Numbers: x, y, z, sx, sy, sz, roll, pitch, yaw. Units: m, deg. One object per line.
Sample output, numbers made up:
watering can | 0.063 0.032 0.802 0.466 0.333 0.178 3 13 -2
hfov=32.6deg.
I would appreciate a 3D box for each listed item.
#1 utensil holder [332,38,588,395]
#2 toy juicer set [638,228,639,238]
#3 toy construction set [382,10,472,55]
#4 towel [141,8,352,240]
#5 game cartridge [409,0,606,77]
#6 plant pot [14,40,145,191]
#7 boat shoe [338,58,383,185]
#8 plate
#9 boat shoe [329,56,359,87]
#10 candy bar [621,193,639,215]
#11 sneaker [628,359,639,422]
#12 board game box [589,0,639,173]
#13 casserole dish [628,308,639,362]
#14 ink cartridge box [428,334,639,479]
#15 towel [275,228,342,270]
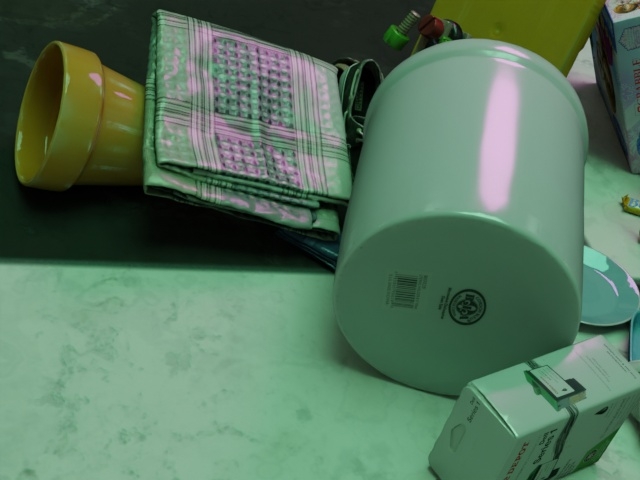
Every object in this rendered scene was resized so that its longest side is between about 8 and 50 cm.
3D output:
utensil holder | 0.196 -0.033 1.462 0.328 0.327 0.385 15 40 -1
toy juicer set | 0.620 -0.164 1.811 0.090 0.209 0.329 20 45 20
toy construction set | 0.202 -0.202 1.758 0.257 0.237 0.309 44 25 8
towel | -0.099 -0.169 1.559 0.312 0.056 0.324 14 56 -27
game cartridge | 0.316 -0.359 1.887 0.285 0.323 0.053 35 17 31
plant pot | -0.309 -0.159 1.552 0.188 0.205 0.205 12 36 -30
boat shoe | 0.062 -0.170 1.685 0.078 0.070 0.219 2 85 -21
plate | 0.386 0.068 1.642 0.188 0.024 0.188 10 39 -8
boat shoe | 0.046 -0.220 1.787 0.355 0.130 0.132 -13 47 -32
candy bar | 0.584 -0.042 1.851 0.162 0.018 0.040 19 38 2
sneaker | 0.467 0.249 1.386 0.111 0.103 0.252 -22 51 -40
board game box | 0.539 -0.339 1.968 0.066 0.318 0.318 -13 38 10
casserole dish | 0.485 0.169 1.543 0.114 0.037 0.188 19 39 3
ink cartridge box | 0.256 0.219 1.301 0.219 0.160 0.092 -15 49 -32
towel | 0.000 0.000 1.584 0.119 0.029 0.067 29 40 17
